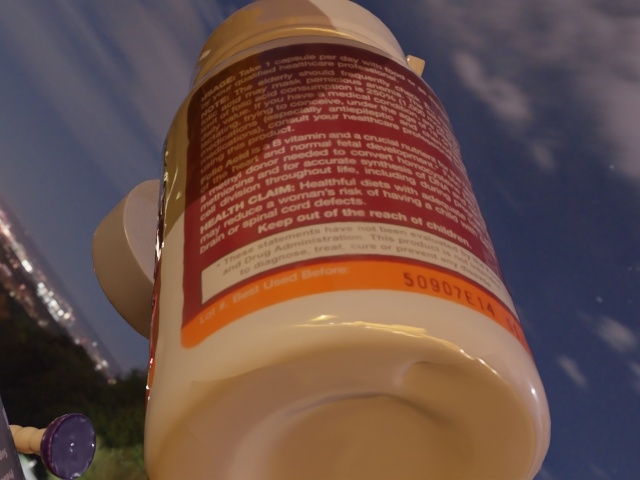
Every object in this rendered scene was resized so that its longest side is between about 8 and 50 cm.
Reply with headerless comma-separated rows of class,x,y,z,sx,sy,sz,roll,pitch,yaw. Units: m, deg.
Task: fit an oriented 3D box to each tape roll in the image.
tape roll,-0.176,0.032,1.189,0.219,0.072,0.219,35,33,-27

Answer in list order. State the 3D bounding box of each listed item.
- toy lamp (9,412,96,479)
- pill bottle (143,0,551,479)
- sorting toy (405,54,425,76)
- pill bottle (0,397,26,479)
toy lamp,-0.377,0.219,1.069,0.274,0.080,0.080,-1,-48,29
pill bottle,0.000,0.000,0.650,0.392,0.224,0.224,-98,168,-50
sorting toy,0.027,-0.104,1.276,0.089,0.257,0.255,20,-13,-8
pill bottle,-0.371,0.309,0.900,0.210,0.210,0.363,15,-60,67
